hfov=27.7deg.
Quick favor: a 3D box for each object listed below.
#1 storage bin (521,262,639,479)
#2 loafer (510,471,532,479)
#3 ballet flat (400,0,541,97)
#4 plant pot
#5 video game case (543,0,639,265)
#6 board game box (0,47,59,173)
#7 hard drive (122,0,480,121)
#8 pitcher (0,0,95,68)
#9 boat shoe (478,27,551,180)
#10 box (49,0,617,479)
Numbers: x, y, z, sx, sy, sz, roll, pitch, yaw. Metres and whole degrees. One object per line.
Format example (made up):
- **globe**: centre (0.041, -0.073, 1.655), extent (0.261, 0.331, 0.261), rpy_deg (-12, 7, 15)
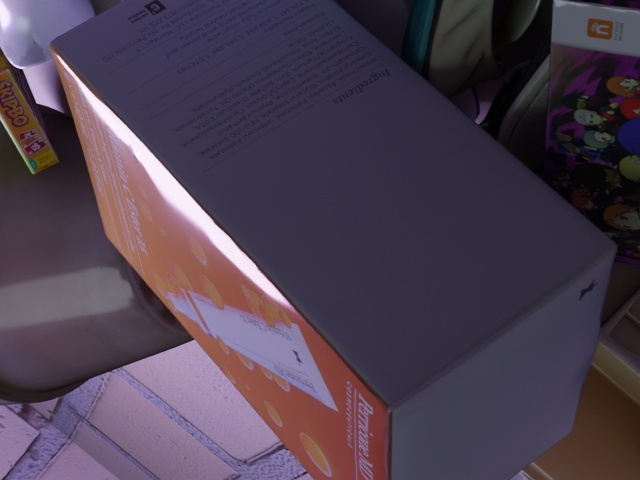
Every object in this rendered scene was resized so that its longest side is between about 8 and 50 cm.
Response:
- **storage bin**: centre (0.226, 0.103, 0.989), extent (0.260, 0.123, 0.262), rpy_deg (40, 156, -2)
- **loafer**: centre (0.143, 0.148, 1.161), extent (0.319, 0.111, 0.112), rpy_deg (32, 133, -6)
- **ballet flat**: centre (0.097, -0.173, 0.753), extent (0.086, 0.086, 0.248), rpy_deg (32, 153, 15)
- **plant pot**: centre (-0.235, 0.006, 1.302), extent (0.280, 0.323, 0.323), rpy_deg (-4, 134, 36)
- **video game case**: centre (0.232, -0.055, 0.728), extent (0.210, 0.042, 0.232), rpy_deg (10, 148, 14)
- **board game box**: centre (-0.314, -0.189, 1.229), extent (0.259, 0.039, 0.124), rpy_deg (57, 171, 38)
- **hard drive**: centre (-0.045, -0.191, 0.957), extent (0.319, 0.040, 0.210), rpy_deg (19, 149, 38)
- **pitcher**: centre (-0.265, -0.270, 1.053), extent (0.177, 0.125, 0.207), rpy_deg (-120, 8, -45)
- **boat shoe**: centre (0.139, -0.086, 0.832), extent (0.233, 0.084, 0.079), rpy_deg (113, 147, -55)
- **box**: centre (0.000, 0.000, 0.845), extent (0.345, 0.168, 0.215), rpy_deg (45, 157, 29)
